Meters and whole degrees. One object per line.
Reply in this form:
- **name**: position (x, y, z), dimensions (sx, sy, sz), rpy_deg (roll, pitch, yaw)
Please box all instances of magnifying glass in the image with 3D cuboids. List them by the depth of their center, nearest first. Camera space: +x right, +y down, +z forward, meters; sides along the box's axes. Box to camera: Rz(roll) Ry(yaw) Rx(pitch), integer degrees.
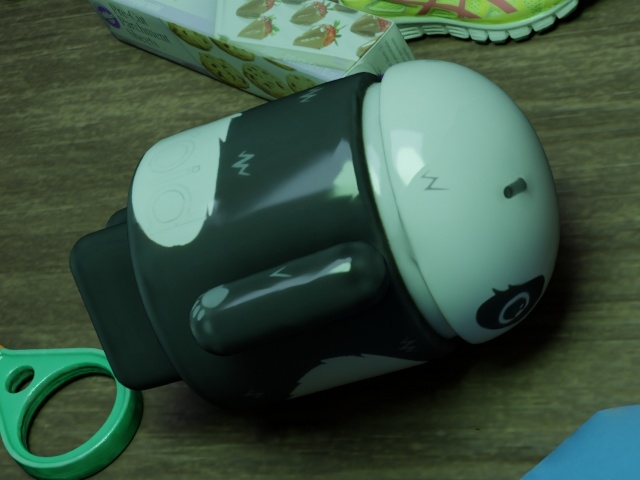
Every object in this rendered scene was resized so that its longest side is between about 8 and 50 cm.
- **magnifying glass**: position (-0.204, 0.092, 1.128), dimensions (0.231, 0.026, 0.092), rpy_deg (23, 65, 45)

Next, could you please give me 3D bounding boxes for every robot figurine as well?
- **robot figurine**: position (0.000, 0.003, 0.976), dimensions (0.278, 0.173, 0.209), rpy_deg (-17, 50, 18)

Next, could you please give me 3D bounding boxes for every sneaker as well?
- **sneaker**: position (0.094, -0.192, 1.158), dimensions (0.208, 0.094, 0.081), rpy_deg (-5, 47, 27)

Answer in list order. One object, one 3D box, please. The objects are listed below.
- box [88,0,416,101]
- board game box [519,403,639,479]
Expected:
- **box**: position (-0.058, -0.154, 1.242), dimensions (0.063, 0.067, 0.324), rpy_deg (-48, 44, -16)
- **board game box**: position (0.149, 0.154, 0.838), dimensions (0.168, 0.033, 0.133), rpy_deg (-39, 36, -14)
